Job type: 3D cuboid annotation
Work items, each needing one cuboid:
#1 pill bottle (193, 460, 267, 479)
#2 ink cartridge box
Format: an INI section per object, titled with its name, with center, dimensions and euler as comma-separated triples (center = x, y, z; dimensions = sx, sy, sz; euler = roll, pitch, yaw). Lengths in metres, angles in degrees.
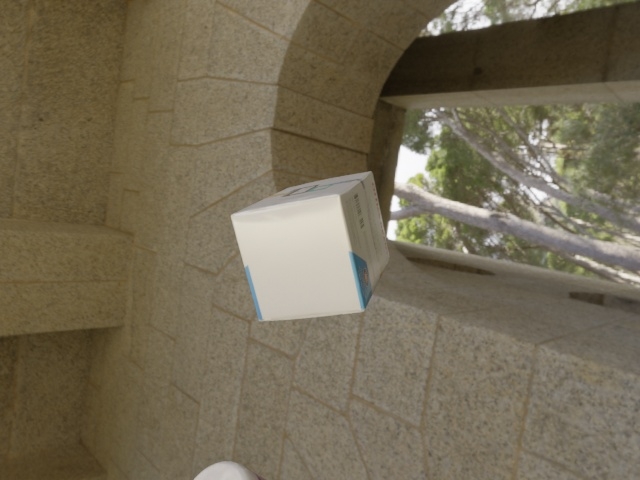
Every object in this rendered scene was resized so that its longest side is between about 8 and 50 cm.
[pill bottle]
center = -0.104, 0.534, 0.878
dimensions = 0.169, 0.169, 0.301
euler = -55, -53, -22
[ink cartridge box]
center = 0.000, 0.000, 0.910
dimensions = 0.270, 0.197, 0.198
euler = -41, -60, -67
